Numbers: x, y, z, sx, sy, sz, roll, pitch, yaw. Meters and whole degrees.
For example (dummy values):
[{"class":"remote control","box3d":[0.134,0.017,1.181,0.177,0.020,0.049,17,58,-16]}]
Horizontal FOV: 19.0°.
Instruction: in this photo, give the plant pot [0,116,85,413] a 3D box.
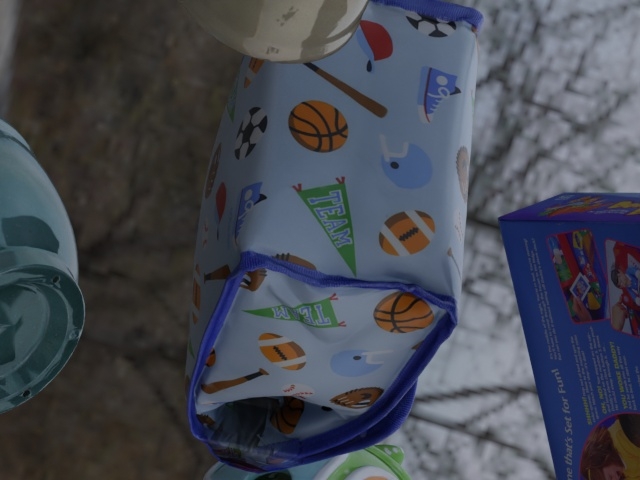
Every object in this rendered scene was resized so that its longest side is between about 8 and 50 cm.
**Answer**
[{"class":"plant pot","box3d":[-0.342,0.044,1.792,0.293,0.196,0.293,-27,138,-27]}]

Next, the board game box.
[{"class":"board game box","box3d":[0.273,0.138,1.480,0.233,0.078,0.347,3,-70,56]}]

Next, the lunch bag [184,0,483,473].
[{"class":"lunch bag","box3d":[0.000,0.000,1.744,0.385,0.239,0.327,120,-18,-55]}]

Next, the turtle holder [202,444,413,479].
[{"class":"turtle holder","box3d":[-0.056,0.308,1.941,0.227,0.320,0.243,-7,111,-75]}]

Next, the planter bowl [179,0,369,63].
[{"class":"planter bowl","box3d":[-0.023,-0.227,1.410,0.109,0.162,0.162,126,-16,-50]}]
